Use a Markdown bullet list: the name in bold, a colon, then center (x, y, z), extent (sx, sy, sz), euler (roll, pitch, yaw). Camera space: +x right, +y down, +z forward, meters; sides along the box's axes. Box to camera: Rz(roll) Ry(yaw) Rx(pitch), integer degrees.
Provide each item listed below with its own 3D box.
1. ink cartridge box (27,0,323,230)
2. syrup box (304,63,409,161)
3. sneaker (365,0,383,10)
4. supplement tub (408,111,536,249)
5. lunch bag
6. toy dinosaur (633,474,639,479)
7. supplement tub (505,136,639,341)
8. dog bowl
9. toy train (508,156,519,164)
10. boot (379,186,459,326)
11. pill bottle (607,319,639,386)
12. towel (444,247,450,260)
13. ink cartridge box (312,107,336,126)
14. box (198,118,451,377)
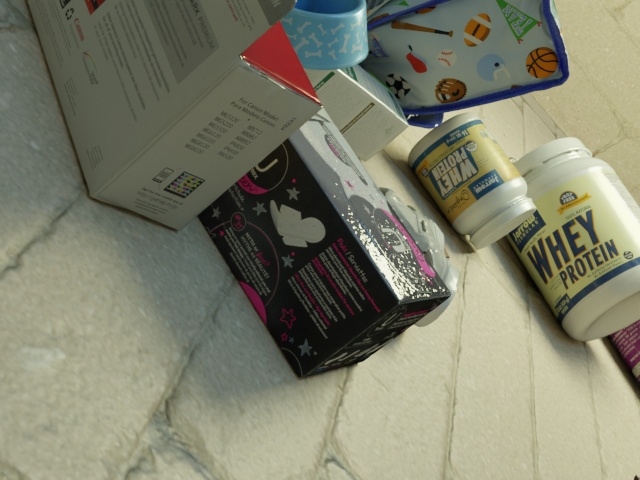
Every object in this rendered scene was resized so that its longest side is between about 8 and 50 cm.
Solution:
- **ink cartridge box**: center (-0.133, -0.218, 1.080), extent (0.130, 0.272, 0.309), euler (23, 35, -50)
- **syrup box**: center (0.016, -0.225, 1.629), extent (0.237, 0.096, 0.093), euler (33, 26, -41)
- **sneaker**: center (-0.001, -0.422, 1.735), extent (0.281, 0.105, 0.115), euler (-16, 45, -22)
- **supplement tub**: center (0.256, -0.100, 1.841), extent (0.199, 0.144, 0.144), euler (56, 22, 13)
- **lunch bag**: center (0.206, -0.341, 1.840), extent (0.328, 0.386, 0.238), euler (-73, 148, -66)
- **toy dinosaur**: center (0.281, 0.342, 1.091), extent (0.127, 0.296, 0.200), euler (35, -28, 27)
- **supplement tub**: center (0.482, -0.004, 2.015), extent (0.235, 0.235, 0.324), euler (15, 41, -56)
- **dog bowl**: center (-0.053, -0.335, 1.511), extent (0.166, 0.074, 0.297), euler (-21, 47, -37)
- **toy train**: center (0.308, -0.144, 2.103), extent (0.166, 0.046, 0.125), euler (22, -13, 25)
- **boot**: center (0.105, 0.014, 1.455), extent (0.123, 0.095, 0.258), euler (39, 16, -15)
- **pill bottle**: center (0.657, 0.163, 2.191), extent (0.169, 0.169, 0.301), euler (17, 40, -55)
- **towel**: center (0.170, -0.005, 1.702), extent (0.060, 0.009, 0.083), euler (17, 39, -54)
- **ink cartridge box**: center (-0.039, -0.132, 1.392), extent (0.190, 0.082, 0.140), euler (59, 23, 17)
- **box**: center (0.000, 0.000, 1.174), extent (0.247, 0.142, 0.163), euler (58, 22, 14)
